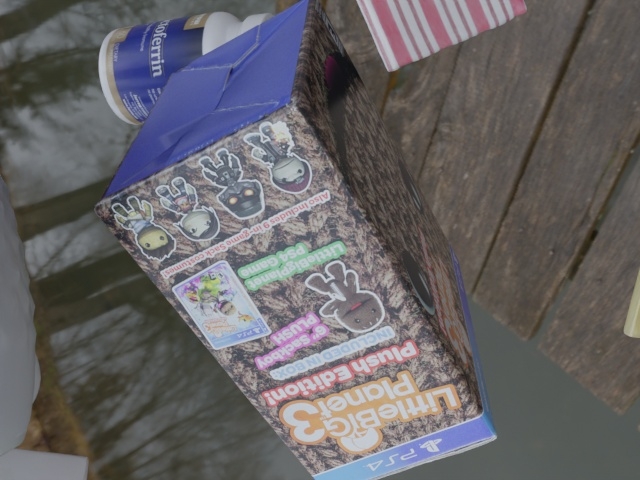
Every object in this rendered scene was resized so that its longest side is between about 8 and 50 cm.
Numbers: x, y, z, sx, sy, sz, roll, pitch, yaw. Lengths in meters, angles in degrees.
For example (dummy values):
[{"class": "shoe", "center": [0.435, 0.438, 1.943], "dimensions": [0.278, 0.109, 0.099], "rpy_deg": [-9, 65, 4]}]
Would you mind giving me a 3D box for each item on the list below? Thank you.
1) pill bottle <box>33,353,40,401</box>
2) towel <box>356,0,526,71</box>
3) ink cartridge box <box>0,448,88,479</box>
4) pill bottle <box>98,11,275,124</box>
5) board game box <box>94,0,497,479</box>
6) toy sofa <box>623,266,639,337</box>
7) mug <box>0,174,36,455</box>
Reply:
[{"class": "pill bottle", "center": [-0.580, 0.225, 1.086], "dimensions": [0.318, 0.176, 0.176], "rpy_deg": [-17, 99, 24]}, {"class": "towel", "center": [0.131, -0.292, 0.835], "dimensions": [0.144, 0.197, 0.029], "rpy_deg": [66, 168, -8]}, {"class": "ink cartridge box", "center": [-0.312, 0.231, 0.599], "dimensions": [0.148, 0.203, 0.086], "rpy_deg": [-51, 34, 41]}, {"class": "pill bottle", "center": [-0.189, -0.266, 1.122], "dimensions": [0.265, 0.153, 0.153], "rpy_deg": [-4, 112, 18]}, {"class": "board game box", "center": [0.000, 0.000, 0.564], "dimensions": [0.141, 0.232, 0.291], "rpy_deg": [-24, 119, 17]}, {"class": "toy sofa", "center": [0.493, 0.097, 0.720], "dimensions": [0.362, 0.177, 0.150], "rpy_deg": [-131, 46, -68]}, {"class": "mug", "center": [-0.341, 0.019, 0.348], "dimensions": [0.328, 0.374, 0.276], "rpy_deg": [62, 153, 2]}]
